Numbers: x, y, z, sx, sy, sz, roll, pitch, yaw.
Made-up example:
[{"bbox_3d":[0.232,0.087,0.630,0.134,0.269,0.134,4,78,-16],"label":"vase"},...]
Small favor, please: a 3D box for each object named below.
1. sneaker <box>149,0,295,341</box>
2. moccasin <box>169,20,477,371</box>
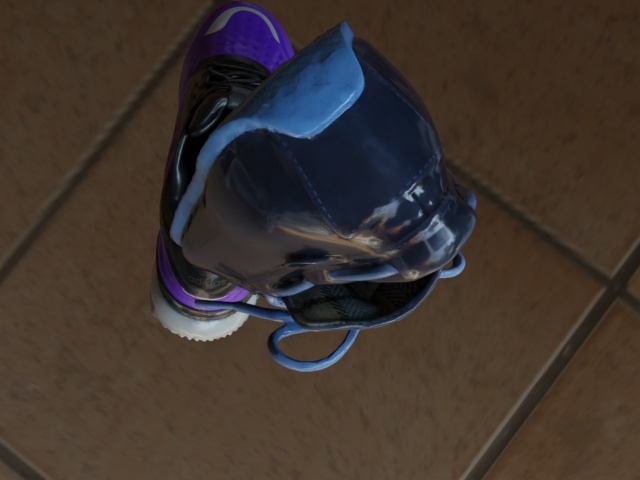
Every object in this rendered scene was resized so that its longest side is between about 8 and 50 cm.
[{"bbox_3d":[-0.061,-0.083,1.279,0.102,0.146,0.293,7,58,-3],"label":"sneaker"},{"bbox_3d":[0.000,0.000,0.819,0.137,0.342,0.117,-42,88,-2],"label":"moccasin"}]
